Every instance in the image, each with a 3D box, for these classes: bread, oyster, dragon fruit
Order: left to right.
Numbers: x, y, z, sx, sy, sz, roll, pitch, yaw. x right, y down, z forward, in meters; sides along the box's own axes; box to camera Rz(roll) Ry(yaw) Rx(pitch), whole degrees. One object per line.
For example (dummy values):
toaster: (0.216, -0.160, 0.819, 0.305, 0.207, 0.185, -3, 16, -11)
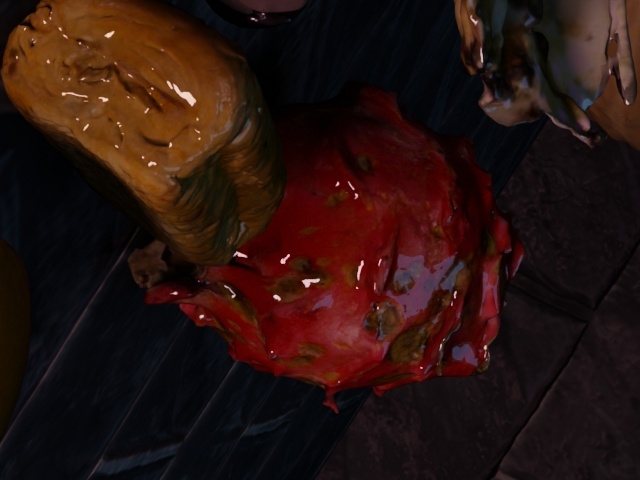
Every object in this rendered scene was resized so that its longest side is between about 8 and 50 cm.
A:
bread: (-0.077, -0.053, 0.847, 0.083, 0.114, 0.211, -57, 172, -9)
dragon fruit: (0.000, 0.000, 1.142, 0.268, 0.205, 0.210, -2, 103, -33)
oyster: (0.072, -0.215, 0.787, 0.201, 0.107, 0.354, -20, 110, -64)

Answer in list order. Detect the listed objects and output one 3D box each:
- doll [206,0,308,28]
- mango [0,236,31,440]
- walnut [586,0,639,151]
doll: (-0.015, -0.181, 0.707, 0.257, 0.117, 0.182, 92, 0, -76)
mango: (-0.204, 0.085, 0.669, 0.253, 0.113, 0.138, -47, 164, -35)
walnut: (0.282, -0.236, 1.220, 0.383, 0.384, 0.383, -54, 169, -15)
